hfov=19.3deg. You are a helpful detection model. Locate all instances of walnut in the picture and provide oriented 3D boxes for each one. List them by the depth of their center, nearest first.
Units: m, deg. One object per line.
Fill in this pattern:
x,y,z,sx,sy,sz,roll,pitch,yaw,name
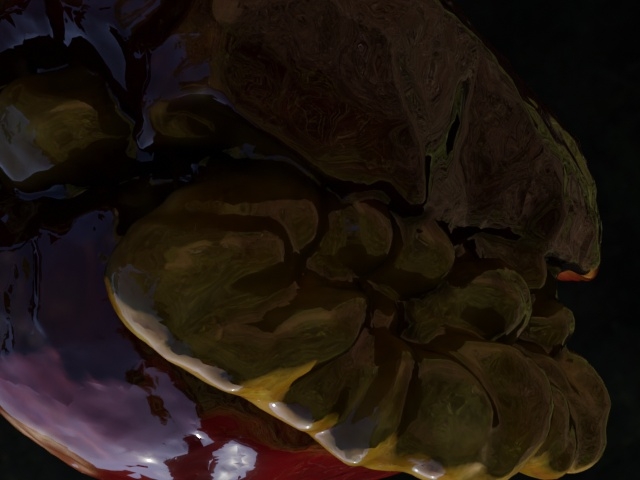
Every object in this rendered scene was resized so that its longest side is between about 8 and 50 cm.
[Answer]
0.000,0.000,0.671,0.269,0.222,0.244,17,-168,-47,walnut
